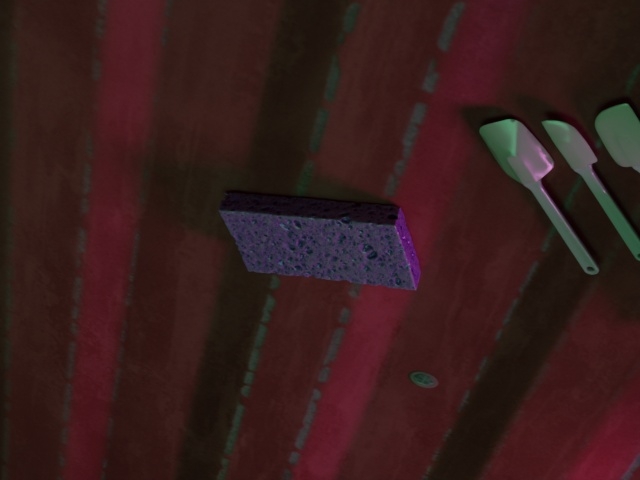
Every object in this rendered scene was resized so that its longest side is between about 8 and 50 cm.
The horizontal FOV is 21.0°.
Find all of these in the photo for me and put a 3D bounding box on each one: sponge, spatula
[{"bbox_3d":[0.000,0.000,1.917,0.210,0.031,0.117,5,144,21],"label":"sponge"},{"bbox_3d":[0.278,-0.048,1.722,0.168,0.019,0.242,-11,138,31],"label":"spatula"}]
